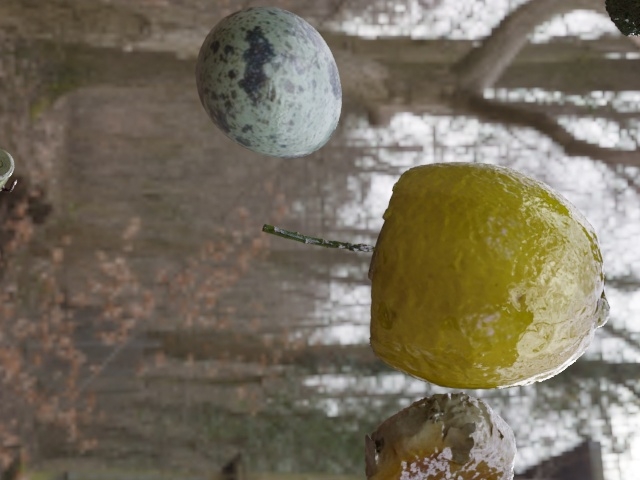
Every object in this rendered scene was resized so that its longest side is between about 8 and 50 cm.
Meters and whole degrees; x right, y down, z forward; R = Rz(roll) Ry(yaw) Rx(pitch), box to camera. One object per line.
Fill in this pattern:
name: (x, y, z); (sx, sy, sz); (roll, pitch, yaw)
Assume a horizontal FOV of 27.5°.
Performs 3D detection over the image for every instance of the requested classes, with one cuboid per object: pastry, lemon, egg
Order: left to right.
egg: (-0.045, -0.147, 1.257); (0.172, 0.132, 0.132); (48, 23, -44)
pastry: (0.183, 0.348, 1.986); (0.121, 0.235, 0.257); (-103, -176, -51)
lemon: (0.253, 0.058, 1.899); (0.364, 0.364, 0.364); (178, -90, -80)

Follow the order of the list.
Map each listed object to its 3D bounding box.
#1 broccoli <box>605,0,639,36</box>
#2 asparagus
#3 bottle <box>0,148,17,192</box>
broccoli: (0.620, -0.415, 2.083); (0.303, 0.321, 0.284); (6, -81, 59)
asparagus: (0.000, 0.000, 1.765); (0.016, 0.162, 0.016); (170, -69, -77)
bottle: (-0.447, -0.089, 1.772); (0.063, 0.047, 0.101); (57, -29, 4)
